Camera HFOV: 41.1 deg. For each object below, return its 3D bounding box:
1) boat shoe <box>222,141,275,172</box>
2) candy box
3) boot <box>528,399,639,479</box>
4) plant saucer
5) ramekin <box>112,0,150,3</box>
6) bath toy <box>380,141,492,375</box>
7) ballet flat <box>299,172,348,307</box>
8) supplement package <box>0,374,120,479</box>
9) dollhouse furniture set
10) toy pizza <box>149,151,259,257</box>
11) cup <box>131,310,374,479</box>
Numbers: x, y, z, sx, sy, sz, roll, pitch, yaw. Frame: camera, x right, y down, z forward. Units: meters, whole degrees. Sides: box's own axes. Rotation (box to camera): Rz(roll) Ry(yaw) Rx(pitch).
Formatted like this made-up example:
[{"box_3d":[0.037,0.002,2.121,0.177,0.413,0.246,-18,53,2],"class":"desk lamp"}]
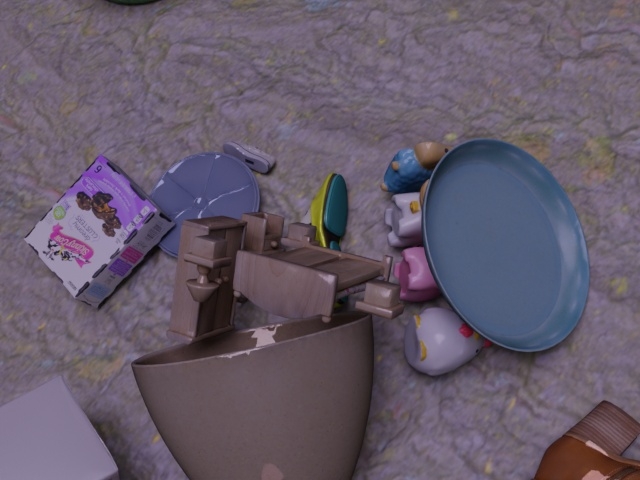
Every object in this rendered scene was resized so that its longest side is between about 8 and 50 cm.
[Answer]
[{"box_3d":[-0.122,-0.149,1.478,0.100,0.035,0.035,24,45,24],"class":"boat shoe"},{"box_3d":[-0.369,-0.016,1.422,0.165,0.070,0.196,41,88,26],"class":"candy box"},{"box_3d":[0.401,0.367,1.096,0.283,0.109,0.220,39,77,26],"class":"boot"},{"box_3d":[0.264,0.007,1.236,0.317,0.043,0.318,12,67,-29],"class":"plant saucer"},{"box_3d":[-0.367,-0.611,1.665,0.303,0.148,0.303,-4,65,9],"class":"ramekin"},{"box_3d":[0.183,0.028,1.287,0.129,0.151,0.348,0,69,-14],"class":"bath toy"},{"box_3d":[0.000,0.000,1.365,0.077,0.077,0.231,-11,65,24],"class":"ballet flat"},{"box_3d":[-0.442,0.357,1.182,0.293,0.177,0.175,-28,62,-24],"class":"supplement package"},{"box_3d":[-0.020,0.087,1.187,0.355,0.303,0.174,14,102,24],"class":"dollhouse furniture set"},{"box_3d":[-0.197,-0.057,1.447,0.201,0.032,0.201,-5,67,12],"class":"toy pizza"},{"box_3d":[-0.069,0.244,1.158,0.331,0.331,0.237,-12,89,6],"class":"cup"}]
